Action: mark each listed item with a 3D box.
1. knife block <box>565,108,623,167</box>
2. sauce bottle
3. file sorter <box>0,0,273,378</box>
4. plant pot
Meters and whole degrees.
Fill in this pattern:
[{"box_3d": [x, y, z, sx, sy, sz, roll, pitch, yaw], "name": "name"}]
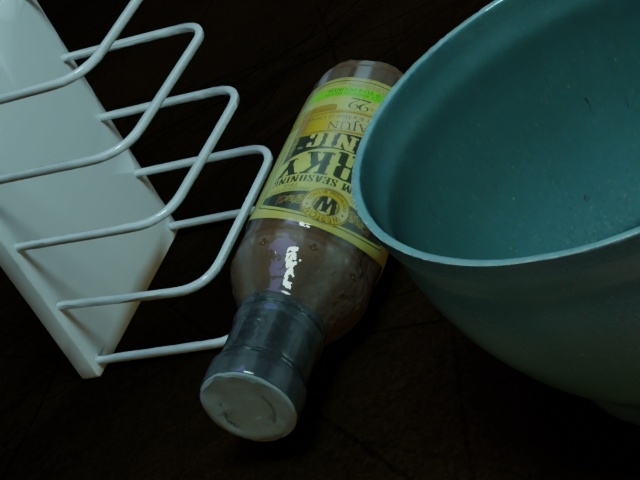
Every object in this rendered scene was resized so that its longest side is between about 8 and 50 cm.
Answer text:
[{"box_3d": [0.312, -0.139, 0.958, 0.242, 0.088, 0.276, -10, 36, 35], "name": "knife block"}, {"box_3d": [0.000, 0.000, 1.030, 0.111, 0.111, 0.344, -14, 36, 29], "name": "sauce bottle"}, {"box_3d": [-0.157, -0.059, 1.102, 0.173, 0.278, 0.193, -9, 37, 28], "name": "file sorter"}, {"box_3d": [0.192, -0.019, 0.787, 0.293, 0.196, 0.293, -24, 32, 16], "name": "plant pot"}]
